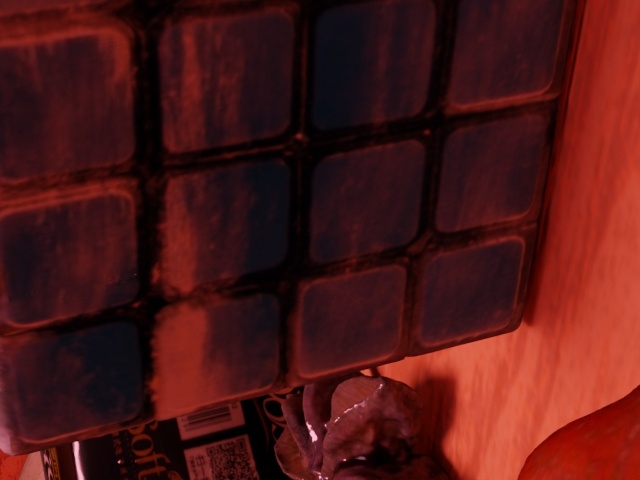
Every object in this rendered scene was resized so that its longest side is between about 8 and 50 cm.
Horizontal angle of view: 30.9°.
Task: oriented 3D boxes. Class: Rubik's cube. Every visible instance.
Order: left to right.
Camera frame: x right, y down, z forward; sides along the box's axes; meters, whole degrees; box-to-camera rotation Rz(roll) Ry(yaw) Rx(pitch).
[{"bbox_3d":[-0.059,-0.097,0.531,0.253,0.256,0.259,-128,32,-48],"label":"Rubik's cube"}]

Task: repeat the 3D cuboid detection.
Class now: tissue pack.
[{"bbox_3d":[-0.120,0.079,0.892,0.198,0.209,0.370,-31,69,63],"label":"tissue pack"}]

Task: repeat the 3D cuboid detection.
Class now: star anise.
[{"bbox_3d":[0.026,0.165,0.711,0.212,0.073,0.197,-166,71,-72],"label":"star anise"}]

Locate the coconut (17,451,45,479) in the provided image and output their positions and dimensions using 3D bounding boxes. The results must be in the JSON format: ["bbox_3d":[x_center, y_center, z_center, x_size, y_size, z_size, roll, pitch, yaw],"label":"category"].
[{"bbox_3d":[-0.181,0.254,1.099,0.227,0.230,0.227,168,90,-71],"label":"coconut"}]

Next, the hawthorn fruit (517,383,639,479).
[{"bbox_3d":[0.117,0.099,0.366,0.128,0.128,0.128,170,90,-71],"label":"hawthorn fruit"}]
